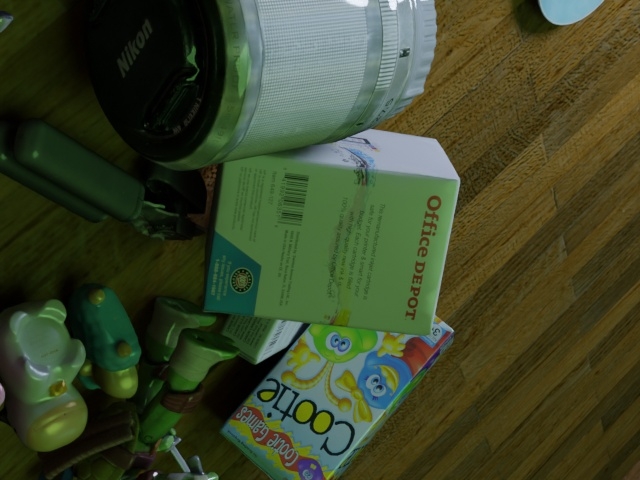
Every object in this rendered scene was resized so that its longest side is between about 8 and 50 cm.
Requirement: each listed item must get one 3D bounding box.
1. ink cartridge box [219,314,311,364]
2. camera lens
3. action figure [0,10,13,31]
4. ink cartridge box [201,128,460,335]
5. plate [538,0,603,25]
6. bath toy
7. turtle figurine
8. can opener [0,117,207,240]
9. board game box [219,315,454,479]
[{"bbox_3d":[0.000,0.000,1.558,0.275,0.060,0.239,-62,169,13],"label":"ink cartridge box"},{"bbox_3d":[-0.058,-0.187,1.186,0.274,0.219,0.219,-15,130,-42],"label":"camera lens"},{"bbox_3d":[-0.288,-0.207,0.808,0.341,0.330,0.178,-53,143,1],"label":"action figure"},{"bbox_3d":[0.006,-0.021,1.337,0.233,0.168,0.171,8,109,-7],"label":"ink cartridge box"},{"bbox_3d":[0.330,-0.361,1.647,0.188,0.024,0.188,-29,138,-30],"label":"plate"},{"bbox_3d":[-0.342,0.154,1.253,0.348,0.129,0.151,-18,89,-41],"label":"bath toy"},{"bbox_3d":[-0.152,0.218,1.458,0.198,0.275,0.266,-53,167,-78],"label":"turtle figurine"},{"bbox_3d":[-0.206,-0.067,1.273,0.283,0.076,0.095,35,60,-55],"label":"can opener"},{"bbox_3d":[0.025,0.180,1.628,0.275,0.142,0.144,-49,169,-4],"label":"board game box"}]
